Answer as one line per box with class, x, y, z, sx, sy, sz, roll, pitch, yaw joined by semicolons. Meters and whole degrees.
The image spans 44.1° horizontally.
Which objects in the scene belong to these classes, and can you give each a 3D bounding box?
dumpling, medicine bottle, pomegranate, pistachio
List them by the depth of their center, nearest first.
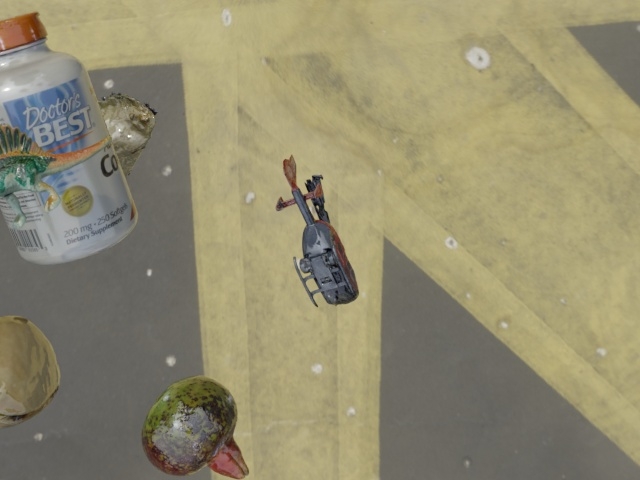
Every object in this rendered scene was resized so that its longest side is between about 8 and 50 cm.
pistachio;-0.374;0.159;0.940;0.126;0.185;0.108;26;104;-19
medicine bottle;-0.342;-0.127;0.973;0.157;0.157;0.288;-15;112;0
dumpling;-0.423;-0.163;1.478;0.166;0.086;0.332;35;134;-3
pomegranate;-0.245;0.407;1.636;0.248;0.214;0.214;45;100;1

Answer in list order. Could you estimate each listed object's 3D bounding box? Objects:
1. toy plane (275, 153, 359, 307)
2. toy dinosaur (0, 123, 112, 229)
toy plane;0.000;0.000;0.633;0.037;0.060;0.145;-17;112;20
toy dinosaur;-0.308;-0.074;0.798;0.187;0.044;0.106;-47;127;-11
